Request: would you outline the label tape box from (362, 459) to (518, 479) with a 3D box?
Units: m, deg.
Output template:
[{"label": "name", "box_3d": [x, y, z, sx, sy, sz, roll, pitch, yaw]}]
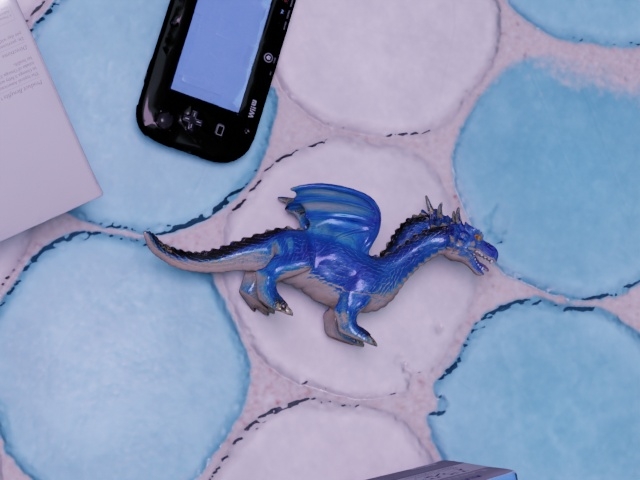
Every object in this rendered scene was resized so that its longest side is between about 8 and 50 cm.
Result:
[{"label": "label tape box", "box_3d": [0.114, 0.304, 1.306, 0.115, 0.348, 0.249, -12, 87, -12]}]

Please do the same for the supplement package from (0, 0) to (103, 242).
[{"label": "supplement package", "box_3d": [-0.263, -0.100, 1.375, 0.105, 0.105, 0.179, -25, 107, -13]}]

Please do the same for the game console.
[{"label": "game console", "box_3d": [-0.049, -0.241, 1.485, 0.213, 0.044, 0.361, 18, 82, -8]}]

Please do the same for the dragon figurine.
[{"label": "dragon figurine", "box_3d": [0.000, 0.000, 1.448, 0.289, 0.085, 0.144, 20, 81, -9]}]
